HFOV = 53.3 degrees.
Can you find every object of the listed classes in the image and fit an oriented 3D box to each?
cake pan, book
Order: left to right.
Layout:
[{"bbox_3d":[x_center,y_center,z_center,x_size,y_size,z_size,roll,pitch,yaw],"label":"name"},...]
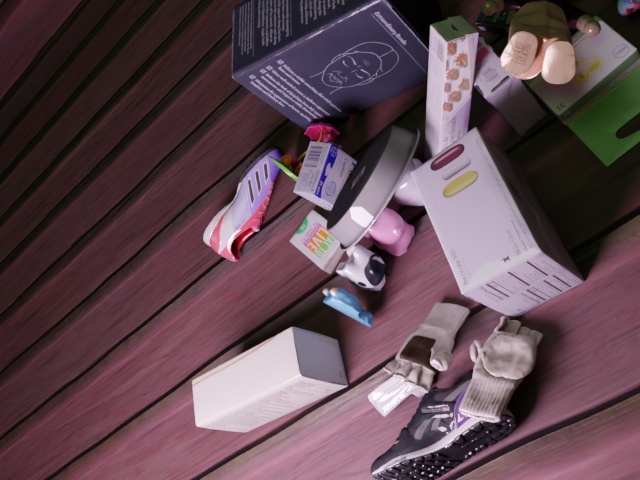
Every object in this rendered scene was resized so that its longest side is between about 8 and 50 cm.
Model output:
[{"bbox_3d":[0.000,0.000,1.493,0.096,0.035,0.144,-55,45,4],"label":"book"},{"bbox_3d":[0.099,-0.117,1.311,0.293,0.054,0.293,-57,9,15],"label":"cake pan"}]

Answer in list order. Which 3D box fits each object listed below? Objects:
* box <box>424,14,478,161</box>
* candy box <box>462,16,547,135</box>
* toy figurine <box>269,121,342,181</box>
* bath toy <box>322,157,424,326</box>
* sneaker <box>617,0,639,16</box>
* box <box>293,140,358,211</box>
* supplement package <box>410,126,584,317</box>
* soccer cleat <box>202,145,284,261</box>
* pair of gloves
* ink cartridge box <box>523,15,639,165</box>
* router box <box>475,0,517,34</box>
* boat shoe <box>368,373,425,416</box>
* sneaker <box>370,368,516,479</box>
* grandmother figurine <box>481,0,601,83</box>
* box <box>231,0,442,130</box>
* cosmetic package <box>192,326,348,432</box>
[{"bbox_3d":[0.241,-0.262,1.205,0.063,0.324,0.067,-19,51,-8],"label":"box"},{"bbox_3d":[0.331,-0.317,1.237,0.070,0.165,0.196,-41,51,19],"label":"candy box"},{"bbox_3d":[-0.009,-0.207,1.542,0.173,0.130,0.159,40,91,21],"label":"toy figurine"},{"bbox_3d":[0.137,0.000,1.309,0.348,0.129,0.151,-61,8,-3],"label":"bath toy"},{"bbox_3d":[0.591,-0.451,1.132,0.262,0.104,0.125,50,124,45],"label":"sneaker"},{"bbox_3d":[0.023,-0.141,1.453,0.072,0.137,0.126,13,82,42],"label":"box"},{"bbox_3d":[0.305,-0.026,1.115,0.145,0.204,0.261,-36,53,26],"label":"supplement package"},{"bbox_3d":[-0.174,-0.094,1.646,0.116,0.109,0.318,39,97,21],"label":"soccer cleat"},{"bbox_3d":[0.252,0.198,1.119,0.240,0.042,0.204,15,52,43],"label":"pair of gloves"},{"bbox_3d":[0.504,-0.272,1.147,0.171,0.056,0.235,-42,48,20],"label":"ink cartridge box"},{"bbox_3d":[0.396,-0.495,1.340,0.092,0.038,0.122,29,93,44],"label":"router box"},{"bbox_3d":[0.175,0.270,1.212,0.184,0.066,0.063,-38,79,11],"label":"boat shoe"},{"bbox_3d":[0.207,0.336,1.144,0.283,0.107,0.124,-35,39,20],"label":"sneaker"},{"bbox_3d":[0.398,-0.404,1.167,0.342,0.208,0.104,-62,-5,-46],"label":"grandmother figurine"},{"bbox_3d":[0.041,-0.456,1.445,0.396,0.294,0.211,-17,62,31],"label":"box"},{"bbox_3d":[-0.115,0.308,1.378,0.310,0.160,0.113,-31,54,27],"label":"cosmetic package"}]
